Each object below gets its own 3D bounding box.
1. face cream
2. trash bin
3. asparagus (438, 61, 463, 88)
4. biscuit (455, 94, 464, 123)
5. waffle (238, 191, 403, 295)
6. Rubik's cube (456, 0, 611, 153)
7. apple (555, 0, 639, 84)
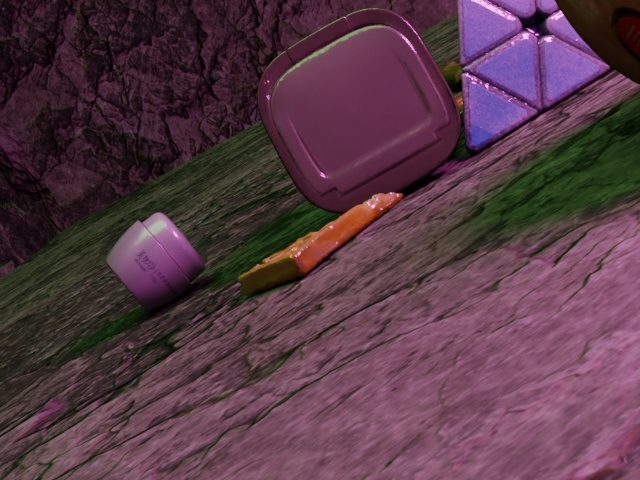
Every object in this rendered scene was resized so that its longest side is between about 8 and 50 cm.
[{"bbox_3d":[-0.222,0.029,2.025,0.104,0.117,0.117,-39,10,-6],"label":"face cream"},{"bbox_3d":[0.058,-0.164,1.909,0.219,0.219,0.250,-27,1,9],"label":"trash bin"},{"bbox_3d":[0.224,-0.265,2.432,0.045,0.041,0.178,-56,18,-8],"label":"asparagus"},{"bbox_3d":[0.227,-0.200,2.116,0.133,0.027,0.184,-34,10,-12],"label":"biscuit"},{"bbox_3d":[0.000,0.000,1.771,0.191,0.032,0.125,-35,6,-42],"label":"waffle"},{"bbox_3d":[0.259,-0.250,1.887,0.233,0.228,0.229,4,-55,-39],"label":"Rubik's cube"},{"bbox_3d":[0.367,-0.321,1.337,0.391,0.346,0.391,-27,4,2],"label":"apple"}]
